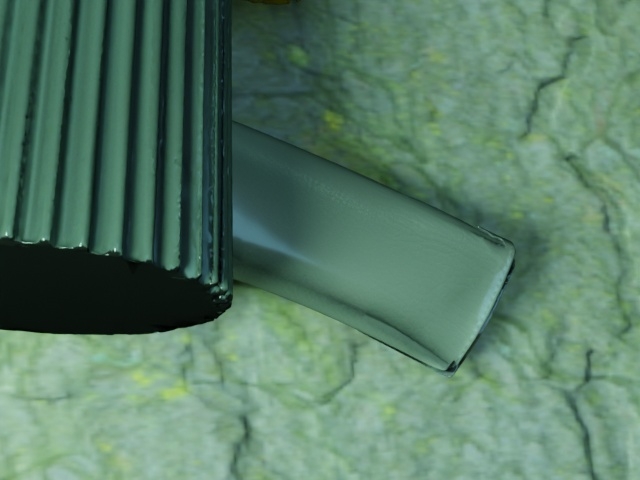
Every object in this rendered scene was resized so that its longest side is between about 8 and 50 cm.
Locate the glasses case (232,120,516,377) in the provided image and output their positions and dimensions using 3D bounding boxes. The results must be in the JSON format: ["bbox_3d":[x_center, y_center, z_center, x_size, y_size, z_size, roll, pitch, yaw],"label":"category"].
[{"bbox_3d":[-0.001,0.002,1.512,0.308,0.083,0.128,24,74,-17],"label":"glasses case"}]

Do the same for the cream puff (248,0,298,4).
[{"bbox_3d":[-0.038,-0.276,1.542,0.189,0.129,0.189,3,78,-14],"label":"cream puff"}]

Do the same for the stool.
[{"bbox_3d":[-0.198,-0.123,1.330,0.297,0.297,0.330,9,75,-22],"label":"stool"}]
